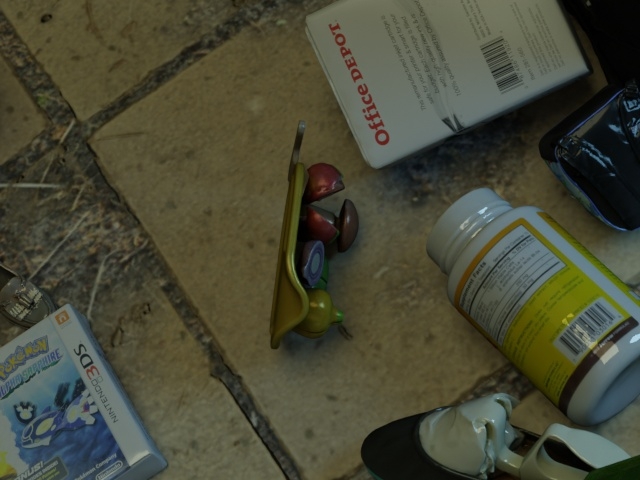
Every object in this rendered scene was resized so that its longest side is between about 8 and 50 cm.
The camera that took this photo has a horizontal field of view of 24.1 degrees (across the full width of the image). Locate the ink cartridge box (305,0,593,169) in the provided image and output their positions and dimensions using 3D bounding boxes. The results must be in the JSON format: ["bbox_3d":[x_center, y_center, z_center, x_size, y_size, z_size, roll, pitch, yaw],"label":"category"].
[{"bbox_3d":[0.119,-0.180,1.392,0.219,0.092,0.160,-24,88,14],"label":"ink cartridge box"}]

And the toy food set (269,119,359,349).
[{"bbox_3d":[0.000,0.000,1.381,0.071,0.128,0.217,8,62,-4],"label":"toy food set"}]

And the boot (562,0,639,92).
[{"bbox_3d":[0.246,-0.339,1.278,0.146,0.445,0.367,-28,62,2],"label":"boot"}]

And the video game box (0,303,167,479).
[{"bbox_3d":[-0.274,0.188,1.404,0.205,0.048,0.187,-34,59,-2],"label":"video game box"}]

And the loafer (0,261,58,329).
[{"bbox_3d":[-0.312,0.047,1.484,0.125,0.039,0.045,34,78,26],"label":"loafer"}]

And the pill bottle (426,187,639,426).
[{"bbox_3d":[0.192,0.051,1.298,0.117,0.117,0.215,-41,62,-6],"label":"pill bottle"}]

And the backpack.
[{"bbox_3d":[0.264,-0.072,1.348,0.105,0.084,0.114,-40,102,-1],"label":"backpack"}]

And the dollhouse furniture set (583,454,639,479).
[{"bbox_3d":[0.228,0.307,1.043,0.197,0.151,0.301,53,50,-7],"label":"dollhouse furniture set"}]

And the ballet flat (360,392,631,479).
[{"bbox_3d":[0.169,0.180,1.252,0.280,0.096,0.095,14,37,17],"label":"ballet flat"}]
